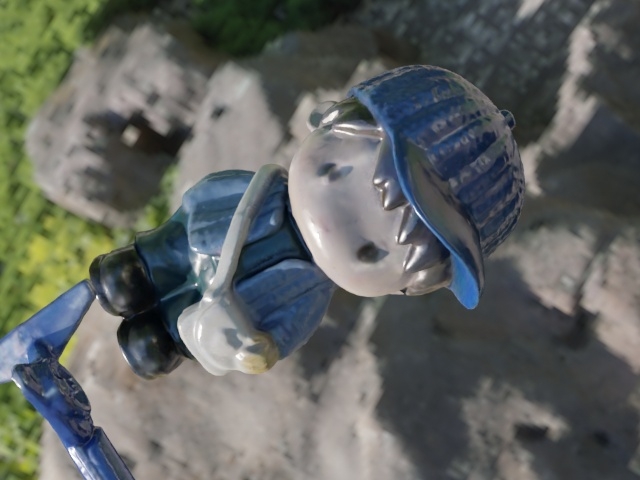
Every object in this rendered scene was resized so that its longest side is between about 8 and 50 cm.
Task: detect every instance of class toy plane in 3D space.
[{"bbox_3d":[-0.020,0.085,0.367,0.054,0.167,0.062,-35,-9,4],"label":"toy plane"}]

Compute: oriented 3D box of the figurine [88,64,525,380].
[{"bbox_3d":[0.000,0.000,0.622,0.149,0.086,0.087,-26,-4,17],"label":"figurine"}]
